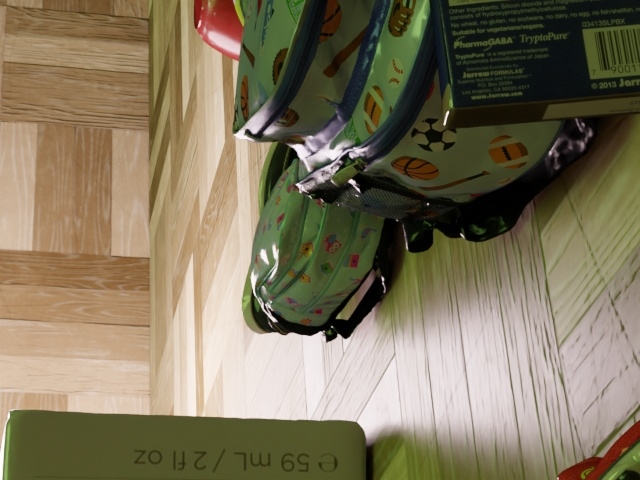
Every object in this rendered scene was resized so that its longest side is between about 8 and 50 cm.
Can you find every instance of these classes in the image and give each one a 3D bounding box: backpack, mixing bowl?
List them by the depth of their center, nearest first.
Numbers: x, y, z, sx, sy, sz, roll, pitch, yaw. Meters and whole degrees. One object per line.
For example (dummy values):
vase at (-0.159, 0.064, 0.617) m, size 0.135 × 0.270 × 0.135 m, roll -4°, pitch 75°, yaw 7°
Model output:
backpack at (0.067, -0.147, 0.928) m, size 0.263 × 0.213 × 0.276 m, roll 167°, pitch 110°, yaw -66°
backpack at (0.000, 0.000, 1.351) m, size 0.182 × 0.115 × 0.152 m, roll 131°, pitch 144°, yaw -65°
mixing bowl at (-0.114, -0.318, 1.983) m, size 0.181 × 0.098 × 0.181 m, roll -177°, pitch 90°, yaw -78°

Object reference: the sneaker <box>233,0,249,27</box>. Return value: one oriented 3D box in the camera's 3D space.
sneaker at (-0.028, -0.343, 1.602) m, size 0.121 × 0.111 × 0.300 m, roll -137°, pitch 50°, yaw -69°

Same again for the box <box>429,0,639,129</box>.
box at (0.119, -0.171, 0.776) m, size 0.036 × 0.136 × 0.225 m, roll 93°, pitch 172°, yaw -73°

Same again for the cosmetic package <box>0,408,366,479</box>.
cosmetic package at (-0.147, 0.381, 1.407) m, size 0.327 × 0.329 × 0.394 m, roll 131°, pitch 140°, yaw -69°

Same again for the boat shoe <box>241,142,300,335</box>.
boat shoe at (-0.021, -0.014, 1.587) m, size 0.079 × 0.084 × 0.233 m, roll -3°, pitch 73°, yaw 39°

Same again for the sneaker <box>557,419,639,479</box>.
sneaker at (0.142, 0.144, 0.720) m, size 0.118 × 0.107 × 0.279 m, roll -86°, pitch 11°, yaw -45°
